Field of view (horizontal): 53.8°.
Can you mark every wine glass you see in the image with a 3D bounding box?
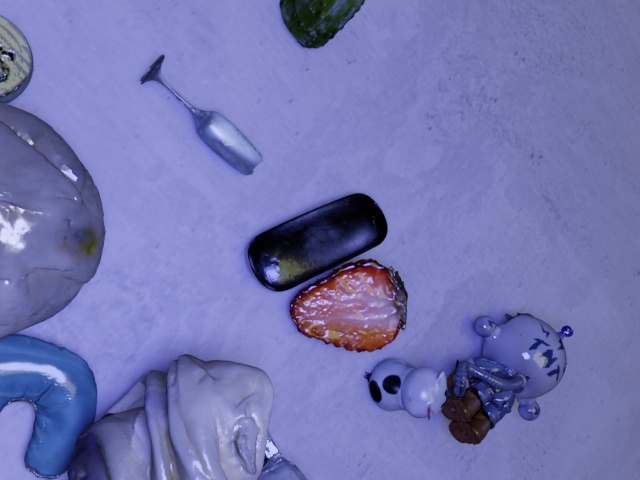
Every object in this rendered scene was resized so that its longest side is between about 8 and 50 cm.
[{"bbox_3d":[-0.204,-0.214,1.132,0.262,0.074,0.074,43,69,-24],"label":"wine glass"}]

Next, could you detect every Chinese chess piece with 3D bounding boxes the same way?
[{"bbox_3d":[-0.513,-0.276,0.954,0.144,0.058,0.144,1,89,-31],"label":"Chinese chess piece"}]

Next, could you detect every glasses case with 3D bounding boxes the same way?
[{"bbox_3d":[0.000,0.000,1.232,0.314,0.075,0.122,-26,84,-29],"label":"glasses case"}]

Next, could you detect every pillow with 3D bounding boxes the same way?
[{"bbox_3d":[-0.461,0.252,0.957,0.233,0.086,0.214,16,86,-28],"label":"pillow"}]

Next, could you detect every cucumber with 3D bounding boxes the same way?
[{"bbox_3d":[0.027,-0.466,1.178,0.134,0.244,0.135,3,82,-26],"label":"cucumber"}]

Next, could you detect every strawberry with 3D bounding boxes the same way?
[{"bbox_3d":[0.052,0.123,1.262,0.236,0.111,0.190,-3,101,-8],"label":"strawberry"}]

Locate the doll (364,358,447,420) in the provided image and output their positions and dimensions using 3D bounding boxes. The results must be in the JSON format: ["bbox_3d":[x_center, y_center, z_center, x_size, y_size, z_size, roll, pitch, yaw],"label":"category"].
[{"bbox_3d":[0.182,0.304,1.288,0.106,0.180,0.111,25,75,-41],"label":"doll"}]

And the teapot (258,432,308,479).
[{"bbox_3d":[-0.103,0.474,1.118,0.178,0.163,0.222,-29,103,-21],"label":"teapot"}]

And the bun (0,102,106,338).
[{"bbox_3d":[-0.478,-0.029,0.877,0.364,0.219,0.366,0,91,-34],"label":"bun"}]

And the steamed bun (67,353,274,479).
[{"bbox_3d":[-0.247,0.345,0.937,0.237,0.346,0.394,23,98,-32],"label":"steamed bun"}]

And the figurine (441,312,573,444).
[{"bbox_3d":[0.415,0.304,1.420,0.381,0.186,0.261,-30,109,-32],"label":"figurine"}]
